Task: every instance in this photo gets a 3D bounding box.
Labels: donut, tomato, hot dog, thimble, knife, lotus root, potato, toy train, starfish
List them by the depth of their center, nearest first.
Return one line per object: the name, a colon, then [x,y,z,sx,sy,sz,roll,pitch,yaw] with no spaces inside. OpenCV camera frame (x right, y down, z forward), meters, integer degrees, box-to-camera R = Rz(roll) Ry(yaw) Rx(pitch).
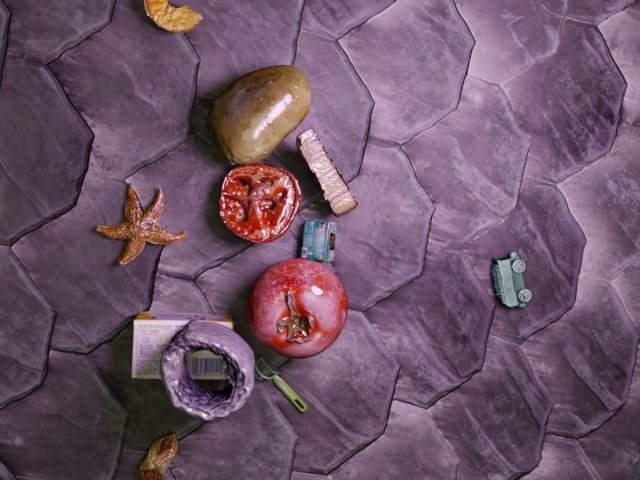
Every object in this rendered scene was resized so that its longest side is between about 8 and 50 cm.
thimble: [-0.282,0.324,1.325,0.217,0.157,0.245,-36,97,-5]
potato: [-0.159,-0.337,1.386,0.308,0.173,0.210,-38,66,-3]
donut: [-0.395,-0.637,1.392,0.146,0.078,0.181,-14,102,-5]
tomato: [-0.060,0.172,1.408,0.271,0.227,0.269,0,111,1]
lotus root: [0.010,-0.185,1.426,0.075,0.170,0.260,-31,107,2]
starfish: [-0.486,-0.039,1.433,0.241,0.043,0.227,9,93,-11]
tomato: [-0.165,-0.105,1.444,0.228,0.101,0.227,0,86,-5]
hot dog: [-0.456,0.618,1.467,0.078,0.061,0.168,26,90,-7]
knife: [-0.117,0.426,1.522,0.054,0.015,0.212,-42,98,-3]
toy train: [0.567,0.120,1.568,0.100,0.070,0.171,-13,96,1]

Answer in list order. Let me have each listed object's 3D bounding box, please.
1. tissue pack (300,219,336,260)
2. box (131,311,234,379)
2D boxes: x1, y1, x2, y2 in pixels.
tissue pack: [0.000,0.001,1.484,0.085,0.079,0.110,6,92,28]
box: [-0.371,0.287,1.439,0.266,0.097,0.168,1,93,-8]
